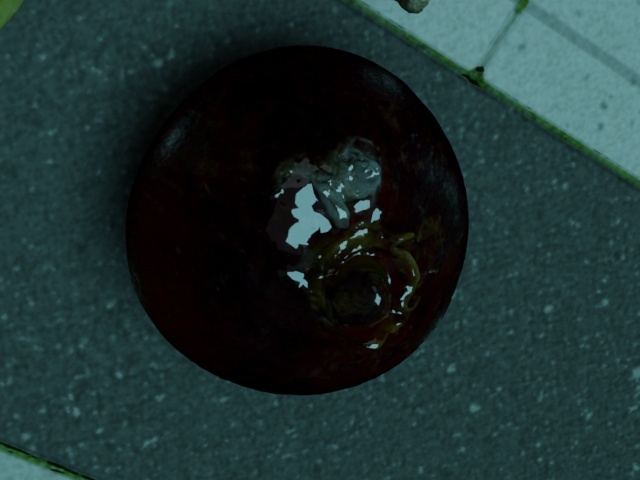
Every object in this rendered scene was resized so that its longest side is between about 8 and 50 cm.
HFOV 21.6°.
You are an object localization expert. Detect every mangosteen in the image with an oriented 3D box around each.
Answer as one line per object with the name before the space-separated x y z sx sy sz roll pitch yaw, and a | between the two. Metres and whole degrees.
mangosteen | 0.000 0.000 1.082 0.235 0.261 0.235 -8 113 -19

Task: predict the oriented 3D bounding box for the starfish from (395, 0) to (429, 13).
starfish | 0.104 -0.311 1.080 0.303 0.113 0.312 -41 119 -1

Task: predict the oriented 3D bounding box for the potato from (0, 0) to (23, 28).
potato | -0.259 -0.165 1.004 0.149 0.081 0.120 34 94 -31
